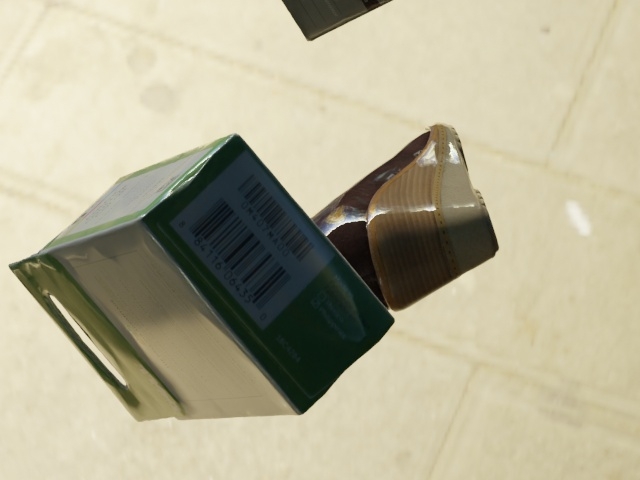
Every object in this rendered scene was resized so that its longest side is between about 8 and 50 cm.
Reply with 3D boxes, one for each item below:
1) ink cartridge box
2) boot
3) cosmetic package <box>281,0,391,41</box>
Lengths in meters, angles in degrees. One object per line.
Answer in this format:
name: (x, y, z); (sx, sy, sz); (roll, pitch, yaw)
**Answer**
ink cartridge box: (-0.063, 0.024, 0.855); (0.062, 0.209, 0.109); (-44, 102, -22)
boot: (0.000, 0.000, 1.175); (0.207, 0.248, 0.090); (-17, 100, 3)
cosmetic package: (0.066, -0.260, 1.401); (0.127, 0.238, 0.107); (57, 40, -12)
